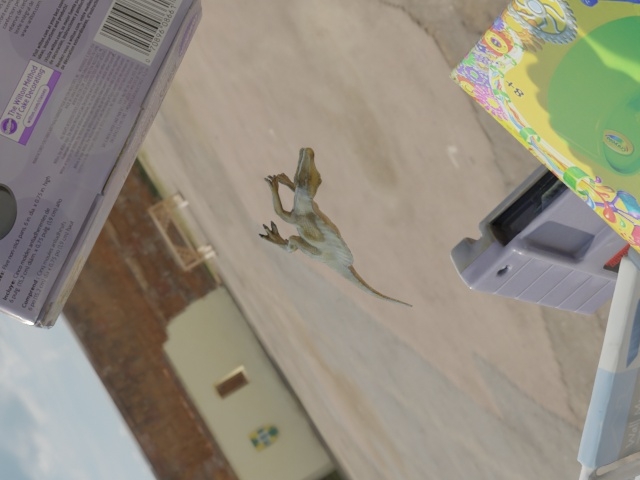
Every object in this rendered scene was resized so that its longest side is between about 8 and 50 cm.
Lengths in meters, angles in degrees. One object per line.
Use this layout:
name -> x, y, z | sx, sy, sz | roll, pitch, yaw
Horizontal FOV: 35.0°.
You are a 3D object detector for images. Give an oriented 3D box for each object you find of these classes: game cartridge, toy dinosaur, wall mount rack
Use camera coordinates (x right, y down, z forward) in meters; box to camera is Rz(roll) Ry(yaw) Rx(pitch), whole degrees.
game cartridge -> 0.307, -0.066, 0.901 | 0.230, 0.355, 0.068 | 17, -143, -42
toy dinosaur -> 0.000, 0.000, 0.805 | 0.092, 0.053, 0.183 | 29, 158, 46
wall mount rack -> 0.264, 0.111, 0.757 | 0.130, 0.304, 0.350 | 20, 108, 42

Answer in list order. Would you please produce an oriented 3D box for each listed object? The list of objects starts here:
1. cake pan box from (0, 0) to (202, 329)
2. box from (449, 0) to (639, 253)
cake pan box -> -0.239, -0.108, 0.685 | 0.245, 0.267, 0.070 | 23, 172, -3
box -> 0.237, -0.058, 0.351 | 0.290, 0.177, 0.279 | 43, 170, 0
